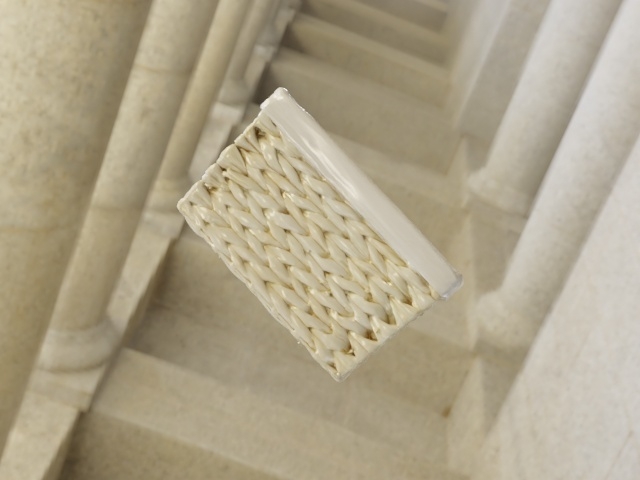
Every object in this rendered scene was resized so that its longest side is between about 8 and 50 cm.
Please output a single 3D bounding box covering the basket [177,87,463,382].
[{"bbox_3d":[0.000,0.000,0.778,0.167,0.103,0.113,48,-177,5],"label":"basket"}]
